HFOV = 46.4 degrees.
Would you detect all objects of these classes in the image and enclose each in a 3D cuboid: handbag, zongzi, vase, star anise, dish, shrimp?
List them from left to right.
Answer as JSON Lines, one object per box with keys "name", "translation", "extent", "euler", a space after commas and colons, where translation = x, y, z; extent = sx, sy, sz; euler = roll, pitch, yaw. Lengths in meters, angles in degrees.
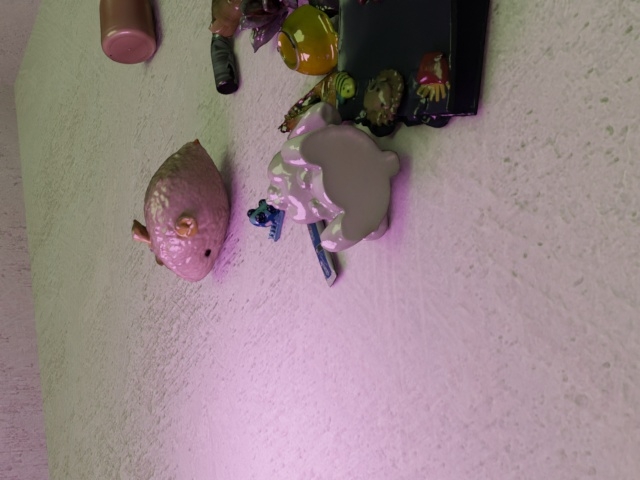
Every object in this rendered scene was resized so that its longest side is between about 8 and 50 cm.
{"name": "vase", "translation": [-0.256, -0.480, 1.947], "extent": [0.060, 0.060, 0.211], "euler": [-39, 54, 46]}
{"name": "zongzi", "translation": [-0.226, -0.632, 1.919], "extent": [0.160, 0.079, 0.176], "euler": [-35, 49, 41]}
{"name": "star anise", "translation": [-0.112, -0.565, 1.706], "extent": [0.283, 0.129, 0.212], "euler": [-18, 54, 49]}
{"name": "dish", "translation": [-0.037, -0.403, 1.542], "extent": [0.208, 0.080, 0.148], "euler": [21, 134, 65]}
{"name": "shrimp", "translation": [-0.013, -0.276, 1.567], "extent": [0.267, 0.061, 0.145], "euler": [-20, 58, 58]}
{"name": "handbag", "translation": [0.145, -0.350, 1.295], "extent": [0.303, 0.122, 0.329], "euler": [7, 93, 55]}

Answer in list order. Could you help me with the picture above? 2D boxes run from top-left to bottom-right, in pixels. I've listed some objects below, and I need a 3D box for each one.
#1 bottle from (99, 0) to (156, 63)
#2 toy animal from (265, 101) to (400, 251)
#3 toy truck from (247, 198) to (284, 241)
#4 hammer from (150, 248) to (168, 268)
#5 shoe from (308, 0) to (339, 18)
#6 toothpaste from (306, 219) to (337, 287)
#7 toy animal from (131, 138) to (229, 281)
{"name": "bottle", "translation": [-0.635, -0.732, 2.448], "extent": [0.206, 0.173, 0.296], "euler": [89, 170, -66]}
{"name": "toy animal", "translation": [0.010, -0.114, 1.402], "extent": [0.271, 0.206, 0.265], "euler": [62, 160, -12]}
{"name": "toy truck", "translation": [-0.116, -0.044, 1.684], "extent": [0.073, 0.090, 0.056], "euler": [-42, 31, -17]}
{"name": "hammer", "translation": [-0.415, 0.010, 2.091], "extent": [0.305, 0.113, 0.201], "euler": [-28, 59, 60]}
{"name": "shoe", "translation": [0.023, -0.501, 1.522], "extent": [0.112, 0.099, 0.227], "euler": [-66, 34, 37]}
{"name": "toothpaste", "translation": [0.000, 0.000, 1.532], "extent": [0.057, 0.035, 0.197], "euler": [118, 141, -55]}
{"name": "toy animal", "translation": [-0.331, -0.081, 1.852], "extent": [0.188, 0.226, 0.358], "euler": [-6, 81, 28]}
